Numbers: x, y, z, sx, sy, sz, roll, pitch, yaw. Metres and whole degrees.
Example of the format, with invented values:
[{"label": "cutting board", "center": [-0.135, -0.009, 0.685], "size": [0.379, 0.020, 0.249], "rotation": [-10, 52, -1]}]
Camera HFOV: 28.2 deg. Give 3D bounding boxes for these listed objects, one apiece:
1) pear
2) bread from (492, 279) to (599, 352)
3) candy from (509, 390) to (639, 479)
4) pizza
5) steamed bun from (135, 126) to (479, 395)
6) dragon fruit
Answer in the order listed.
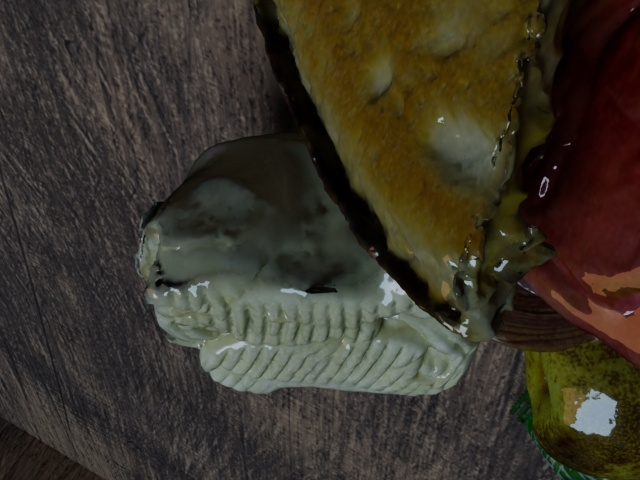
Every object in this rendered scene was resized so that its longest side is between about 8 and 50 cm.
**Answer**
[{"label": "pear", "center": [0.288, 0.123, 1.185], "size": [0.197, 0.197, 0.197], "rotation": [27, 152, 16]}, {"label": "bread", "center": [0.177, -0.017, 1.038], "size": [0.224, 0.142, 0.211], "rotation": [-18, 108, 7]}, {"label": "candy", "center": [0.313, 0.236, 1.458], "size": [0.203, 0.078, 0.141], "rotation": [41, 144, 14]}, {"label": "pizza", "center": [0.052, -0.199, 0.869], "size": [0.080, 0.434, 0.392], "rotation": [5, -163, -38]}, {"label": "steamed bun", "center": [0.000, 0.000, 1.265], "size": [0.347, 0.237, 0.394], "rotation": [-24, 145, 38]}, {"label": "dragon fruit", "center": [0.183, -0.092, 0.824], "size": [0.329, 0.286, 0.228], "rotation": [18, 153, 24]}]
